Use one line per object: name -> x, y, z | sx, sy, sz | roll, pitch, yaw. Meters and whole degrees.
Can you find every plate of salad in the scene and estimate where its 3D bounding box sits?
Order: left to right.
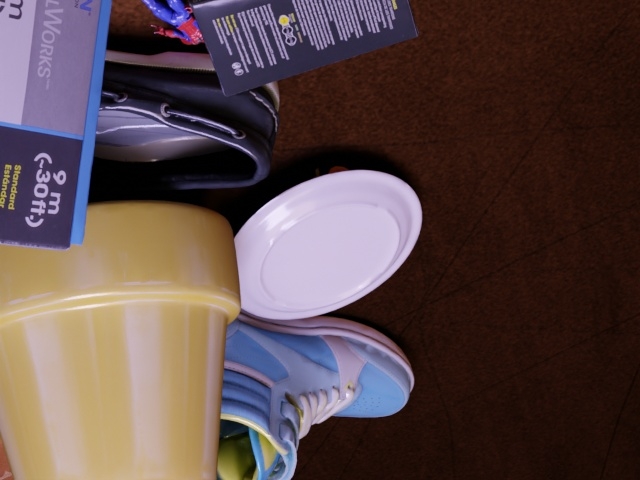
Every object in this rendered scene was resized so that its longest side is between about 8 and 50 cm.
plate of salad -> 0.000, 0.000, 1.674 | 0.200, 0.048, 0.200 | -17, 142, -14

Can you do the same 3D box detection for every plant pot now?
plant pot -> -0.187, 0.114, 1.538 | 0.254, 0.239, 0.254 | -7, 165, -2

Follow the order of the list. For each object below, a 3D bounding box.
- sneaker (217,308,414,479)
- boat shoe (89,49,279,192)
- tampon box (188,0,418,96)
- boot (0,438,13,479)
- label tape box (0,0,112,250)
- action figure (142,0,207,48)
sneaker -> -0.030, 0.174, 1.735 | 0.319, 0.208, 0.127 | 14, 131, -29
boat shoe -> -0.200, -0.083, 1.467 | 0.340, 0.113, 0.127 | 2, 143, -13
tampon box -> -0.020, -0.208, 1.384 | 0.161, 0.120, 0.101 | -17, 139, 2
boot -> -0.373, 0.280, 1.870 | 0.280, 0.096, 0.264 | -21, 131, -3
label tape box -> -0.235, -0.120, 1.252 | 0.106, 0.240, 0.334 | 7, 180, 37
action figure -> -0.119, -0.185, 1.453 | 0.038, 0.030, 0.115 | -35, 137, 17
